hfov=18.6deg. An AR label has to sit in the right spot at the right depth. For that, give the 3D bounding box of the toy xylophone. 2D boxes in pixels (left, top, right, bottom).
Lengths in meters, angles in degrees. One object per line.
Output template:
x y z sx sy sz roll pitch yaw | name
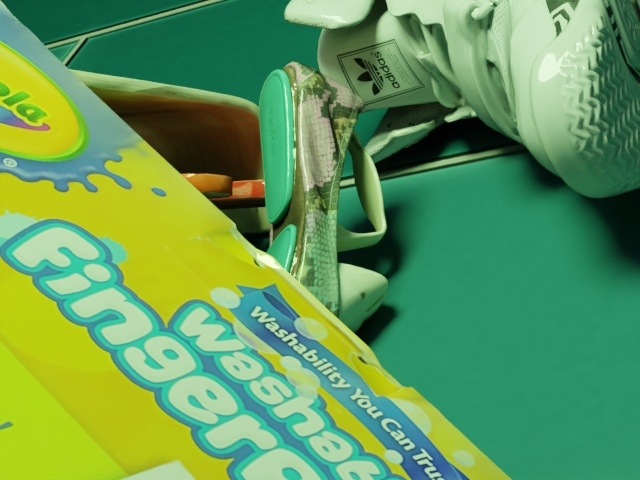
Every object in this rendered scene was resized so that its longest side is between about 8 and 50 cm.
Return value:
-0.175 -0.050 1.190 0.322 0.081 0.236 4 -5 -42 | toy xylophone

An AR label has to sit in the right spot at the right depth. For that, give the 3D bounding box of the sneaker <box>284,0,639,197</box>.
0.094 -0.103 1.163 0.210 0.137 0.366 -22 23 16 | sneaker

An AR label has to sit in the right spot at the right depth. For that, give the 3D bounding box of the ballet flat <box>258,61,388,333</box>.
0.000 0.000 1.116 0.077 0.079 0.221 131 148 -57 | ballet flat

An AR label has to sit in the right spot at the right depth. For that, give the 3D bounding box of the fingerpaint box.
-0.145 0.125 0.608 0.371 0.163 0.445 -22 54 -43 | fingerpaint box
